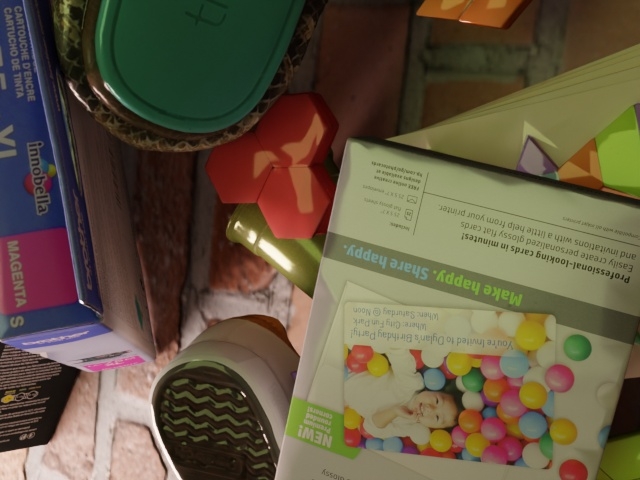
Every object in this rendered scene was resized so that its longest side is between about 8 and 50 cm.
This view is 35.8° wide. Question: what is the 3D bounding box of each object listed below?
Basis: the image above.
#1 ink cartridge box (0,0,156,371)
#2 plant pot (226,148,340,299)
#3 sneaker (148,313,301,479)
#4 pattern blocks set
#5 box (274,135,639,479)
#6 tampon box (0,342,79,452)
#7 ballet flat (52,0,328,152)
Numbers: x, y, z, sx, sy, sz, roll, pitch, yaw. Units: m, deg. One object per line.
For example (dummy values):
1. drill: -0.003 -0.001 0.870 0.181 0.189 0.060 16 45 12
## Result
1. ink cartridge box: -0.155 -0.023 0.600 0.311 0.065 0.186 117 142 -78
2. plant pot: 0.000 0.000 0.592 0.079 0.083 0.083 49 120 15
3. sneaker: -0.002 0.177 0.592 0.106 0.123 0.290 -12 103 18
4. pattern blocks set: 0.110 -0.005 0.473 0.325 0.026 0.285 -28 82 26
5. box: 0.064 0.058 0.458 0.145 0.038 0.186 16 102 19
6. tampon box: -0.263 0.073 0.791 0.120 0.101 0.161 41 115 32
7. ballet flat: -0.009 -0.278 0.491 0.483 0.164 0.182 -63 26 14
